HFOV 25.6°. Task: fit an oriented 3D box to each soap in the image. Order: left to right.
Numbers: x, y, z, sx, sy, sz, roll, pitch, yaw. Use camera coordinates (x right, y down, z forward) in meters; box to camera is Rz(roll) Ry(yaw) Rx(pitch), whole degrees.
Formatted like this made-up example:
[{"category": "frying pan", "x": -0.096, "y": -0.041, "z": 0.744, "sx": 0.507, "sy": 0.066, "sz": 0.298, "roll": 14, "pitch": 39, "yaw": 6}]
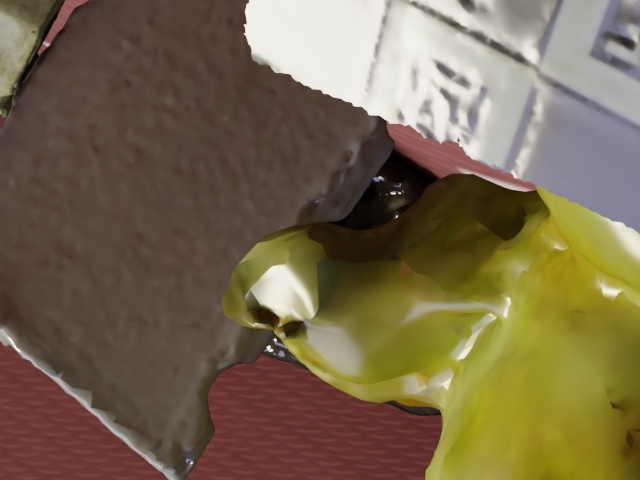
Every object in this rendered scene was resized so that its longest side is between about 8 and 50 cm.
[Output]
[{"category": "soap", "x": -0.080, "y": -0.038, "z": 0.734, "sx": 0.159, "sy": 0.258, "sz": 0.302, "roll": 31, "pitch": 174, "yaw": -9}]

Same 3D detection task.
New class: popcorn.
[{"category": "popcorn", "x": 0.157, "y": 0.087, "z": 0.457, "sx": 0.335, "sy": 0.279, "sz": 0.274, "roll": -4, "pitch": 153, "yaw": -20}]

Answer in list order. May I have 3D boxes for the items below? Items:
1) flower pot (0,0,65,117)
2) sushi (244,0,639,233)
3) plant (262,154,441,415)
[{"category": "flower pot", "x": -0.214, "y": -0.165, "z": 0.688, "sx": 0.202, "sy": 0.212, "sz": 0.212, "roll": 26, "pitch": 174, "yaw": -14}, {"category": "sushi", "x": 0.090, "y": -0.092, "z": 0.310, "sx": 0.215, "sy": 0.050, "sz": 0.192, "roll": 28, "pitch": 132, "yaw": 23}, {"category": "plant", "x": 0.000, "y": 0.000, "z": 1.068, "sx": 0.320, "sy": 0.194, "sz": 0.181, "roll": 30, "pitch": 162, "yaw": -27}]
